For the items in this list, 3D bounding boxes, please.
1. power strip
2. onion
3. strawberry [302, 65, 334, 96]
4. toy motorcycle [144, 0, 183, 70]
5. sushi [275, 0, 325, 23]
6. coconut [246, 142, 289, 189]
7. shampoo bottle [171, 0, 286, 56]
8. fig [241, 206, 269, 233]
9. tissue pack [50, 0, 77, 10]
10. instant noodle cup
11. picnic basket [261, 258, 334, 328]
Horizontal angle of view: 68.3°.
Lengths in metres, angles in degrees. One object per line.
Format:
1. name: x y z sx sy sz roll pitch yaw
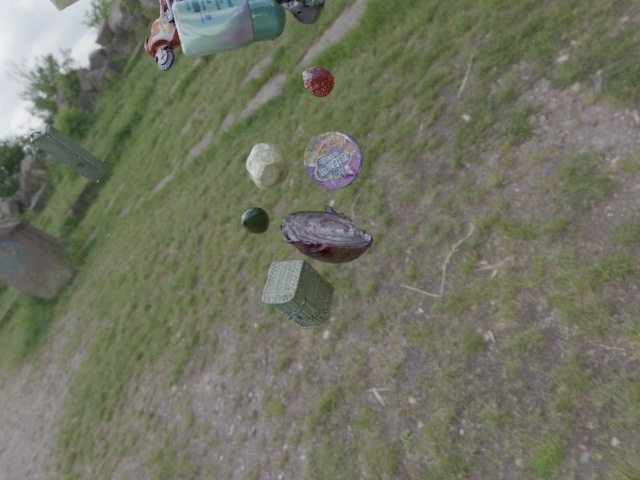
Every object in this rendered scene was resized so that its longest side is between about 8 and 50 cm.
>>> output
1. power strip: -0.834 -0.290 1.574 0.078 0.272 0.052 -24 55 16
2. onion: 0.000 0.000 1.568 0.314 0.280 0.146 -119 31 -59
3. strawberry: -0.012 -0.659 1.930 0.131 0.148 0.131 -4 74 14
4. toy motorcycle: -0.558 -0.770 1.722 0.171 0.089 0.298 20 94 39
5. sushi: -0.086 -0.720 1.316 0.124 0.332 0.129 -10 69 38
6. coconut: -0.251 -0.348 2.214 0.224 0.224 0.224 -39 31 29
7. shampoo bottle: -0.281 -0.698 1.507 0.350 0.151 0.221 -14 50 -11
8. fig: -0.289 -0.080 1.963 0.117 0.117 0.177 -40 -13 26
9. tissue pack: -0.940 -0.962 1.741 0.196 0.148 0.092 -14 48 21
10. instant noodle cup: 0.069 -0.355 2.058 0.251 0.251 0.190 -46 1 17
11. picnic basket: -0.068 0.174 1.460 0.134 0.196 0.154 -5 56 33
